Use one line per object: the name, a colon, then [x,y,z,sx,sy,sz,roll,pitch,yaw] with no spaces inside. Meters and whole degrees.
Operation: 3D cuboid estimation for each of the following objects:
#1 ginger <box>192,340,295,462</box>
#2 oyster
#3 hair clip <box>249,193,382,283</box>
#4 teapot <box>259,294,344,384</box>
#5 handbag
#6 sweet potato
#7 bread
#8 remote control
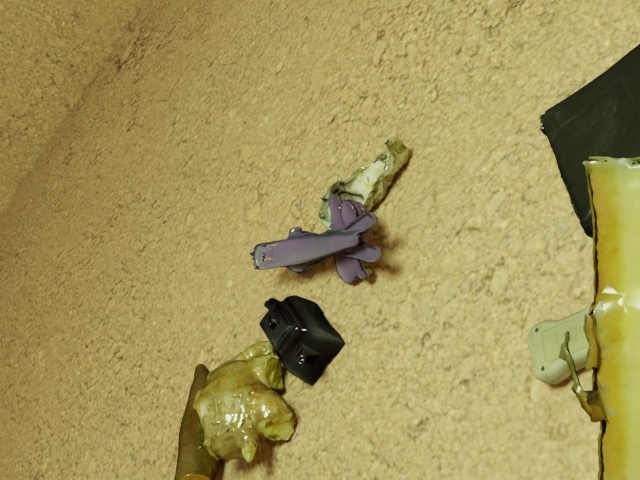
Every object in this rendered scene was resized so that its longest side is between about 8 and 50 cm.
ginger: [-0.116,0.252,1.268,0.157,0.102,0.216,-23,37,5]
oyster: [0.067,-0.069,1.320,0.199,0.061,0.106,-31,65,38]
hair clip: [0.009,0.000,1.282,0.278,0.090,0.137,-10,84,48]
teapot: [-0.044,0.137,1.260,0.087,0.096,0.177,-53,34,11]
handbag: [0.368,-0.140,0.945,0.247,0.080,0.223,-38,40,29]
sweet potato: [-0.189,0.309,1.352,0.077,0.077,0.244,-36,33,32]
bread: [0.317,0.100,0.688,0.248,0.279,0.315,-4,51,43]
remote control: [0.283,0.109,0.918,0.122,0.032,0.074,-29,45,36]
